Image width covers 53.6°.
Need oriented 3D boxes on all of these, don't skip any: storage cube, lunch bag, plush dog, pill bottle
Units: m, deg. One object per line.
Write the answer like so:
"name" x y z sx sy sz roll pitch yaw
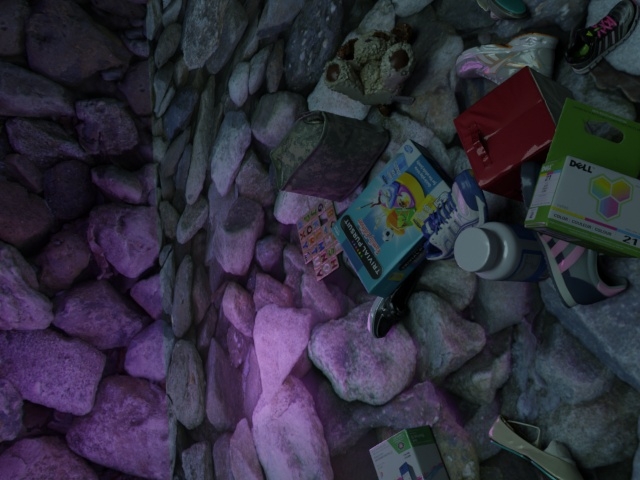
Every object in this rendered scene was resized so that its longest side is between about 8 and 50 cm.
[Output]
"storage cube" 0.430 -0.213 1.323 0.193 0.215 0.183 -36 58 38
"lunch bag" 0.028 -0.262 1.829 0.287 0.235 0.168 -44 50 41
"plush dog" 0.159 -0.493 1.773 0.263 0.210 0.225 -7 63 24
"pill bottle" 0.388 0.024 1.333 0.124 0.222 0.124 -10 77 52

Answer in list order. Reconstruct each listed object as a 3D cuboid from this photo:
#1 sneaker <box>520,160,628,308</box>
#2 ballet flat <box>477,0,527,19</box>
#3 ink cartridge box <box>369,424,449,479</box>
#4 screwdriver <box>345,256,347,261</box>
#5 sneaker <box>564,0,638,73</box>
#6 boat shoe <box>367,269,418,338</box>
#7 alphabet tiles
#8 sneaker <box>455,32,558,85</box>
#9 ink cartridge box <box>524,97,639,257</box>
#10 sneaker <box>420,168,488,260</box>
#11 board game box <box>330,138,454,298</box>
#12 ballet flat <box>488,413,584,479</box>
"sneaker" 0.488 -0.022 1.224 0.131 0.112 0.318 -17 110 34
"ballet flat" 0.419 -0.567 1.510 0.068 0.072 0.213 96 155 -50
"ink cartridge box" 0.230 0.591 1.576 0.154 0.093 0.212 -45 54 39
"screwdriver" 0.100 -0.011 1.887 0.025 0.024 0.169 -92 18 -63
"sneaker" 0.562 -0.415 1.282 0.170 0.075 0.063 -50 49 36
"boat shoe" 0.199 0.170 1.689 0.076 0.080 0.228 37 107 50
"alphabet tiles" 0.000 0.000 2.021 0.198 0.009 0.237 -37 57 44
"sneaker" 0.416 -0.390 1.458 0.263 0.099 0.120 2 92 54
"ink cartridge box" 0.501 -0.116 1.130 0.097 0.189 0.255 177 111 -85
"sneaker" 0.294 -0.038 1.423 0.296 0.131 0.111 80 -179 -53
"board game box" 0.200 -0.057 1.650 0.336 0.079 0.253 -49 46 22
"ballet flat" 0.456 0.436 1.318 0.248 0.086 0.086 23 103 52
